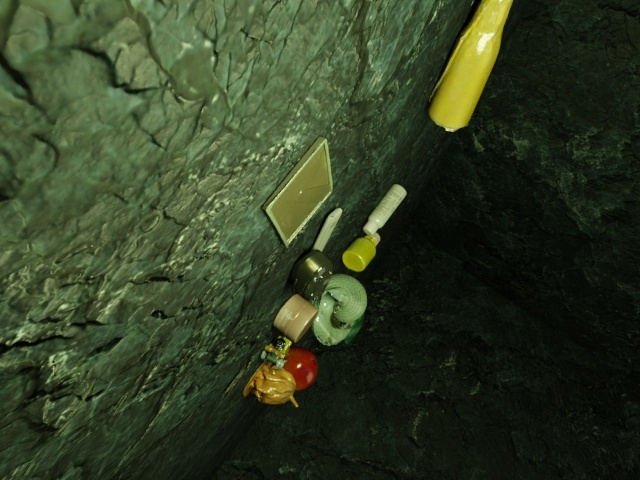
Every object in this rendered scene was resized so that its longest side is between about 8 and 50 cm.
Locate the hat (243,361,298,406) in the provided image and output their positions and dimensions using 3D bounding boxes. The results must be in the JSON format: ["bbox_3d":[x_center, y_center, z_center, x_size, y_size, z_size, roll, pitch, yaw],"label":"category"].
[{"bbox_3d":[-0.199,0.688,1.858,0.244,0.233,0.233,-58,166,10],"label":"hat"}]

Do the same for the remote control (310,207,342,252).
[{"bbox_3d":[0.000,0.000,1.274,0.067,0.029,0.261,-41,164,-45],"label":"remote control"}]

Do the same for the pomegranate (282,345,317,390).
[{"bbox_3d":[-0.139,0.666,2.116,0.257,0.221,0.221,-29,169,5],"label":"pomegranate"}]

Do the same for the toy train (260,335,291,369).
[{"bbox_3d":[-0.174,0.454,1.684,0.127,0.089,0.219,-62,170,-19],"label":"toy train"}]

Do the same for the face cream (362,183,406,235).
[{"bbox_3d":[0.288,-0.136,1.869,0.269,0.082,0.082,-51,167,-14],"label":"face cream"}]

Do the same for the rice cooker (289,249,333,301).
[{"bbox_3d":[-0.027,0.106,1.248,0.112,0.106,0.165,-22,140,-43],"label":"rice cooker"}]

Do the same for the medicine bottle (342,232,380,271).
[{"bbox_3d":[0.202,0.040,1.910,0.212,0.122,0.122,-45,164,-40],"label":"medicine bottle"}]

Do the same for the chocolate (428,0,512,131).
[{"bbox_3d":[0.475,-0.572,1.302,0.162,0.162,0.445,-48,162,-30],"label":"chocolate"}]

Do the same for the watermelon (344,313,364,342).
[{"bbox_3d":[0.102,0.436,2.265,0.319,0.292,0.222,-51,175,29],"label":"watermelon"}]

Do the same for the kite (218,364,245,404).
[{"bbox_3d":[-0.313,0.517,1.495,0.160,0.010,0.183,-61,170,9],"label":"kite"}]

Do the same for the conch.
[{"bbox_3d":[0.040,0.271,1.724,0.319,0.215,0.303,39,79,-46],"label":"conch"}]

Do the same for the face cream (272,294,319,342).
[{"bbox_3d":[-0.089,0.283,1.496,0.149,0.104,0.149,-52,168,-16],"label":"face cream"}]

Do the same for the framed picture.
[{"bbox_3d":[-0.038,-0.092,0.885,0.189,0.023,0.260,-53,168,-10],"label":"framed picture"}]
